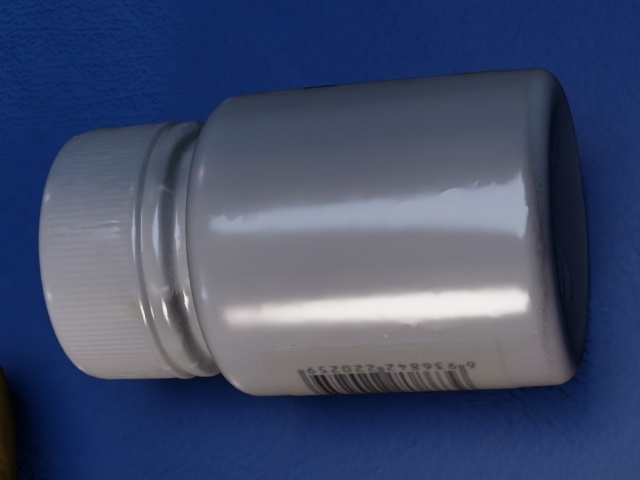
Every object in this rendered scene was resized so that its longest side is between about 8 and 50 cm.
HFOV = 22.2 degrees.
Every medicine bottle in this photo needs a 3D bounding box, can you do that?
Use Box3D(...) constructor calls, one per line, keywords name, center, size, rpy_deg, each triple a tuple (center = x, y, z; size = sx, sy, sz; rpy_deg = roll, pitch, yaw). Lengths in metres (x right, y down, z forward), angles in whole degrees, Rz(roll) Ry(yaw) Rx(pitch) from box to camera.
Box3D(name="medicine bottle", center=(0.000, 0.000, 1.105), size=(0.340, 0.208, 0.208), rpy_deg=(-3, 71, 17))

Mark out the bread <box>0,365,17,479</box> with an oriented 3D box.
Box3D(name="bread", center=(-0.260, 0.213, 1.131), size=(0.142, 0.091, 0.305), rpy_deg=(-55, 31, 39))
